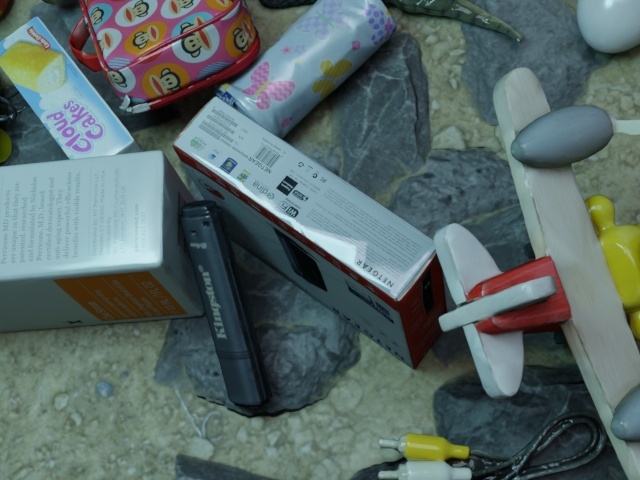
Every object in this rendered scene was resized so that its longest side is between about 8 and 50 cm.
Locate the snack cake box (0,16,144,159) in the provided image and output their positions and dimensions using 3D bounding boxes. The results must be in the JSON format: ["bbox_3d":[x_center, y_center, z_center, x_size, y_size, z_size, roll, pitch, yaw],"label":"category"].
[{"bbox_3d":[-0.345,-0.175,1.575,0.089,0.152,0.264,-38,68,-6],"label":"snack cake box"}]

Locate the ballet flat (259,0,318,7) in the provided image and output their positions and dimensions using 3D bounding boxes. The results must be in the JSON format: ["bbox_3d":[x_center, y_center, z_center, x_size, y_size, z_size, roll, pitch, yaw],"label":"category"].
[{"bbox_3d":[-0.015,-0.387,1.658,0.173,0.049,0.057,-12,69,4],"label":"ballet flat"}]

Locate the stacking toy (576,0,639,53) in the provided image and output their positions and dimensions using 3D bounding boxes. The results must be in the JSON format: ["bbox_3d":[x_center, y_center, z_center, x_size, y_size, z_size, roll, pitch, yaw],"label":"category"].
[{"bbox_3d":[0.474,-0.488,1.529,0.350,0.350,0.480,26,93,17],"label":"stacking toy"}]

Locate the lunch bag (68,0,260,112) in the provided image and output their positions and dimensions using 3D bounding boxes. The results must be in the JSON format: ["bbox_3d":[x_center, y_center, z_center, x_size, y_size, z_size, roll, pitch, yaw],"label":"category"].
[{"bbox_3d":[-0.238,-0.318,1.585,0.258,0.120,0.293,-25,45,2],"label":"lunch bag"}]

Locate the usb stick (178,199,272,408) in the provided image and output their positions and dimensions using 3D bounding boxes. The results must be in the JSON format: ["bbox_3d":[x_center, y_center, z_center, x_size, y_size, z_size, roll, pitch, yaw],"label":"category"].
[{"bbox_3d":[-0.121,0.085,1.415,0.045,0.077,0.278,-22,105,-33],"label":"usb stick"}]

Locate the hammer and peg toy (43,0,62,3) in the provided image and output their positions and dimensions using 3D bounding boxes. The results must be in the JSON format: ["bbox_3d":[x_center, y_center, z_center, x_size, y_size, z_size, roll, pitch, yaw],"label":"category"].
[{"bbox_3d":[-0.396,-0.540,1.736,0.266,0.127,0.361,-22,70,0],"label":"hammer and peg toy"}]

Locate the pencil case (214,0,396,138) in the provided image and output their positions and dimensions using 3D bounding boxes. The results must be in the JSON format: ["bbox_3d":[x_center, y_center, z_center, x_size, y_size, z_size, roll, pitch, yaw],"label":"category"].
[{"bbox_3d":[-0.021,-0.259,1.577,0.273,0.113,0.124,-42,54,-8],"label":"pencil case"}]

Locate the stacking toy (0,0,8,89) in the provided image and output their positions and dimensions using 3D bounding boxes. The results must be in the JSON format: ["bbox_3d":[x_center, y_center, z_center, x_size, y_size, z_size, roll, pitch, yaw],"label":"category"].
[{"bbox_3d":[-0.615,-0.302,1.718,0.309,0.130,0.279,-10,94,8],"label":"stacking toy"}]

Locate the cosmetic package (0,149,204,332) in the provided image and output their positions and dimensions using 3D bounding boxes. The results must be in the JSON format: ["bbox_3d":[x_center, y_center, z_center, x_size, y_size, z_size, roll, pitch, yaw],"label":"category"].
[{"bbox_3d":[-0.398,0.015,1.469,0.453,0.230,0.161,-5,69,8],"label":"cosmetic package"}]

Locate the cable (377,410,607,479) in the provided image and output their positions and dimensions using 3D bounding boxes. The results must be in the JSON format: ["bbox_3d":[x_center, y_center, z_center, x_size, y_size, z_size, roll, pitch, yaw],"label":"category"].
[{"bbox_3d":[0.217,0.289,1.353,0.287,0.072,0.139,-11,74,4],"label":"cable"}]

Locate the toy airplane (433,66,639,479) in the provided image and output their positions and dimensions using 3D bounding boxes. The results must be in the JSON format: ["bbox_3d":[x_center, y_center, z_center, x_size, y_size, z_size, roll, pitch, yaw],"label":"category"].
[{"bbox_3d":[0.308,0.037,1.231,0.272,0.386,0.384,-22,35,33],"label":"toy airplane"}]

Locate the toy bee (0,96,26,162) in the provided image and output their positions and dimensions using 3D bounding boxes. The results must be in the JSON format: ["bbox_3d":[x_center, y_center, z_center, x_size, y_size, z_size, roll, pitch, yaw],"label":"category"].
[{"bbox_3d":[-0.511,-0.183,1.588,0.298,0.195,0.162,-12,54,22],"label":"toy bee"}]

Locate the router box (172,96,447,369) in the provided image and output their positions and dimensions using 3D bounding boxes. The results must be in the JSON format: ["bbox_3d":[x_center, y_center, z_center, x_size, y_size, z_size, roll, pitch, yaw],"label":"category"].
[{"bbox_3d":[0.000,0.000,1.374,0.335,0.301,0.082,34,77,20],"label":"router box"}]

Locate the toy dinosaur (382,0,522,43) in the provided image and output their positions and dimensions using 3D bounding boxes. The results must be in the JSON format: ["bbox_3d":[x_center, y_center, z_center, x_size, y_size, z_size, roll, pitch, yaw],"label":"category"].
[{"bbox_3d":[0.184,-0.374,1.620,0.268,0.064,0.118,19,77,13],"label":"toy dinosaur"}]
